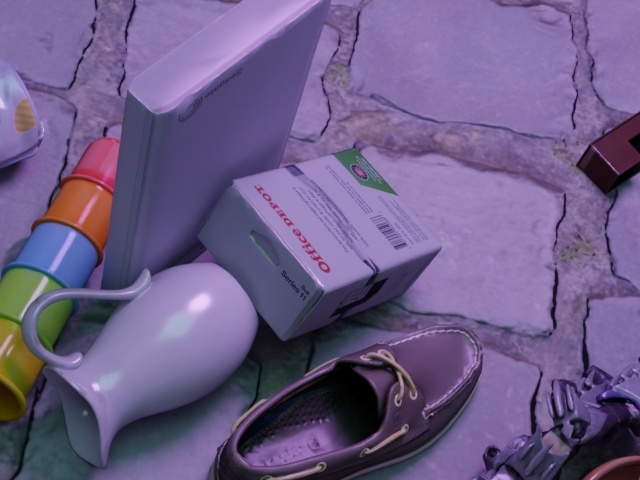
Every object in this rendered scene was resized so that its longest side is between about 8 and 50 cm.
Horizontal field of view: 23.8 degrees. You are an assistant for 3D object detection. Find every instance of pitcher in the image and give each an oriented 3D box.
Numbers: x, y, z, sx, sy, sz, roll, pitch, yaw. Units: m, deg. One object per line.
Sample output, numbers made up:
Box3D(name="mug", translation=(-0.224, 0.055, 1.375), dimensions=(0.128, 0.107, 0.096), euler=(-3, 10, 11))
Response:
Box3D(name="pitcher", translation=(-0.173, 0.090, 1.456), dimensions=(0.207, 0.178, 0.125), euler=(-36, 28, -25))

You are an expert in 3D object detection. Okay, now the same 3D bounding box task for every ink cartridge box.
Box3D(name="ink cartridge box", translation=(0.000, 0.000, 1.547), dimensions=(0.208, 0.087, 0.153), euler=(-17, 61, -50))

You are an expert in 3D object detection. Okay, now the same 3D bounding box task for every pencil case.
Box3D(name="pencil case", translation=(-0.418, -0.088, 1.539), dimensions=(0.273, 0.113, 0.124), euler=(-33, 69, -28))

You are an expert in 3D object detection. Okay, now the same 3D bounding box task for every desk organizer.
Box3D(name="desk organizer", translation=(0.364, -0.111, 1.764), dimensions=(0.130, 0.047, 0.050), euler=(-32, 72, -27))

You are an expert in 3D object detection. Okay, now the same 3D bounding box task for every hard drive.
Box3D(name="hard drive", translation=(-0.106, -0.090, 1.465), dimensions=(0.047, 0.353, 0.233), euler=(41, 60, 14))

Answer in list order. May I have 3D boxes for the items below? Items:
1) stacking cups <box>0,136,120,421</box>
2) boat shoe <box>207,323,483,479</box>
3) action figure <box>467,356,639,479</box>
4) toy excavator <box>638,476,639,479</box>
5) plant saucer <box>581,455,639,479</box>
Box3D(name="stacking cups", translation=(-0.274, 0.027, 1.522), dimensions=(0.096, 0.096, 0.316), euler=(21, 53, 1))
Box3D(name="boat shoe", translation=(0.038, 0.164, 1.493), dimensions=(0.324, 0.097, 0.117), euler=(-25, 67, -25))
Box3D(name="action figure", translation=(0.229, 0.196, 1.476), dimensions=(0.285, 0.185, 0.099), euler=(-23, 74, -41))
Box3D(name="toy excavator", translation=(0.473, 0.164, 1.482), dimensions=(0.445, 0.222, 0.433), euler=(12, 58, -14))
Box3D(name="plant saucer", translation=(0.292, 0.305, 1.452), dimensions=(0.200, 0.037, 0.200), euler=(2, 85, -31))
